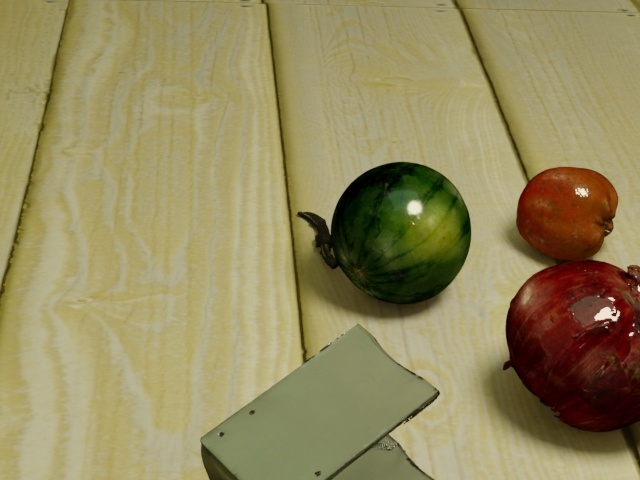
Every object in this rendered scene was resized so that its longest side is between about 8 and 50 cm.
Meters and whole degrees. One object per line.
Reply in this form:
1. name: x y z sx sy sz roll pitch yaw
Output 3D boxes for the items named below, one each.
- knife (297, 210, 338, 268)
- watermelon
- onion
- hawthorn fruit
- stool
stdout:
1. knife: 0.006 -0.001 2.443 0.046 0.021 0.222 -5 29 -15
2. watermelon: 0.137 -0.014 2.277 0.242 0.242 0.242 3 32 -2
3. onion: 0.420 0.152 2.037 0.276 0.276 0.276 3 32 -2
4. hawthorn fruit: 0.447 -0.050 2.437 0.189 0.189 0.189 3 32 -2
5. stool: 0.019 0.298 1.707 0.270 0.243 0.170 -35 47 -19
